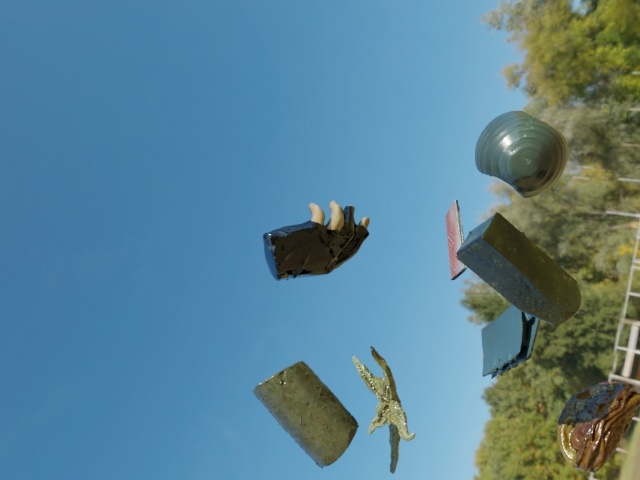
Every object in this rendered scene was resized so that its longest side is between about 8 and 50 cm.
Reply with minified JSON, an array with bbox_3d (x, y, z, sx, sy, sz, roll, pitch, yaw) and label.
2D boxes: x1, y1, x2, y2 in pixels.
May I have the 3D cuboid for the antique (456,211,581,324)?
[{"bbox_3d":[0.358,0.059,0.951,0.081,0.221,0.080,-50,2,-35],"label":"antique"}]

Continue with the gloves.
[{"bbox_3d":[0.000,0.006,1.325,0.301,0.152,0.197,-37,-30,-28],"label":"gloves"}]

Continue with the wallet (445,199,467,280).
[{"bbox_3d":[0.363,0.000,1.438,0.103,0.020,0.197,105,166,-65],"label":"wallet"}]

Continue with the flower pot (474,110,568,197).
[{"bbox_3d":[0.433,-0.189,1.156,0.157,0.189,0.243,-62,-2,19],"label":"flower pot"}]

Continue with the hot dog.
[{"bbox_3d":[0.696,0.455,1.350,0.259,0.175,0.114,-39,-90,-23],"label":"hot dog"}]

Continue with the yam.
[{"bbox_3d":[-0.034,0.438,1.385,0.161,0.268,0.161,-42,-9,-8],"label":"yam"}]

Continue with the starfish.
[{"bbox_3d":[0.183,0.477,1.547,0.078,0.347,0.358,-17,-26,-18],"label":"starfish"}]

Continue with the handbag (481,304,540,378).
[{"bbox_3d":[0.459,0.249,1.307,0.221,0.057,0.144,110,178,-60],"label":"handbag"}]
